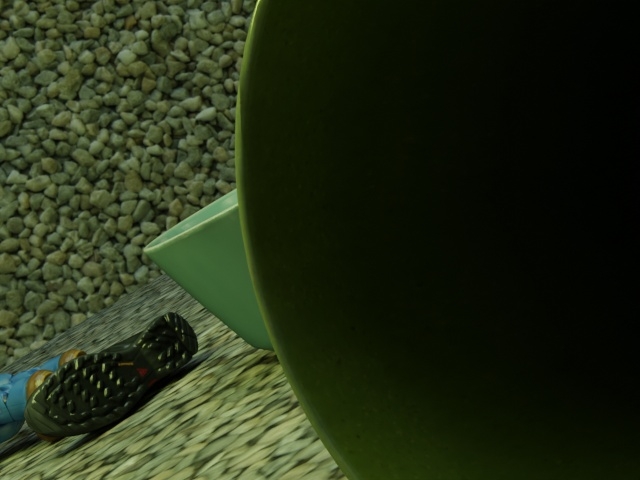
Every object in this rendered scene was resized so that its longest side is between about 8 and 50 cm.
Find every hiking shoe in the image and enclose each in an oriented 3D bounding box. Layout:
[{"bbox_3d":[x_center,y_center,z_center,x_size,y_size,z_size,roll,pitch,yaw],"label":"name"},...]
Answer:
[{"bbox_3d":[-0.242,0.168,1.478,0.227,0.086,0.114,-27,-10,-39],"label":"hiking shoe"}]

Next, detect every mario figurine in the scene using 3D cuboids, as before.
[{"bbox_3d":[-0.415,0.236,1.631,0.320,0.170,0.198,-14,-23,30],"label":"mario figurine"}]

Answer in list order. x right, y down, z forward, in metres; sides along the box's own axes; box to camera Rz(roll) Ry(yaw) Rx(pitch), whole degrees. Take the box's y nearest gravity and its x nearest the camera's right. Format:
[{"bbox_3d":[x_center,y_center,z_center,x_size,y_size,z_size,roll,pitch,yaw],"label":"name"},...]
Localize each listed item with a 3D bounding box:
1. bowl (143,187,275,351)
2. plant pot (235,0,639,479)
[{"bbox_3d":[0.000,0.000,1.273,0.311,0.163,0.311,-28,6,3],"label":"bowl"},{"bbox_3d":[0.164,-0.034,0.522,0.293,0.274,0.275,-14,-5,-41],"label":"plant pot"}]
